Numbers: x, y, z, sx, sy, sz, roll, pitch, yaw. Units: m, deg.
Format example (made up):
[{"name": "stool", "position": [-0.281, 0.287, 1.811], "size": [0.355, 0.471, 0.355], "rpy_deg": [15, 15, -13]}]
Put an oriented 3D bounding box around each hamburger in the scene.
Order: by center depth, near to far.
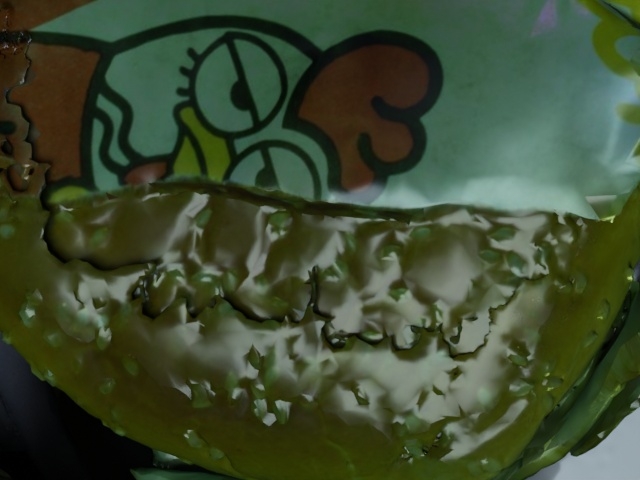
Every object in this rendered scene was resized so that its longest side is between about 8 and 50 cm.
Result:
[{"name": "hamburger", "position": [-0.001, 0.003, 0.530], "size": [0.214, 0.125, 0.235], "rpy_deg": [21, 89, 22]}]

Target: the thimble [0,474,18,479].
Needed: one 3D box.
[{"name": "thimble", "position": [-0.111, 0.175, 0.595], "size": [0.148, 0.229, 0.196], "rpy_deg": [25, 97, -21]}]

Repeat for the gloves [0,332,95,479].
[{"name": "gloves", "position": [-0.143, 0.006, 0.665], "size": [0.142, 0.119, 0.285], "rpy_deg": [21, 124, 29]}]

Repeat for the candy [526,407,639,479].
[{"name": "candy", "position": [0.219, 0.135, 0.602], "size": [0.358, 0.145, 0.208], "rpy_deg": [31, 95, 2]}]
